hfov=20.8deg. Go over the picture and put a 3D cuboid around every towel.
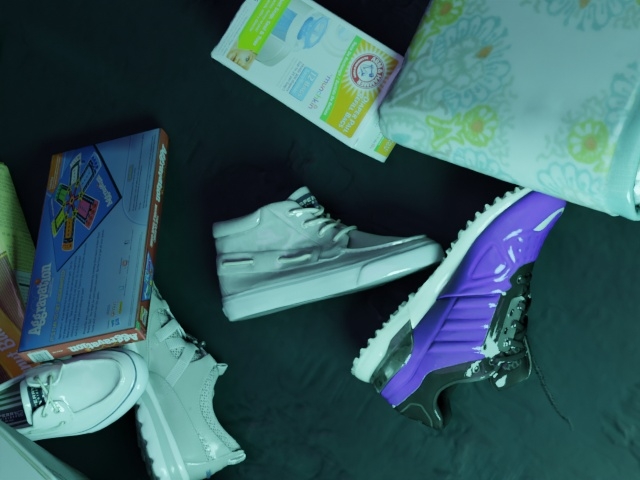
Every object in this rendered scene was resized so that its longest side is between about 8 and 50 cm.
[{"bbox_3d":[0.257,-0.228,1.718,0.320,0.090,0.374,21,84,42],"label":"towel"}]

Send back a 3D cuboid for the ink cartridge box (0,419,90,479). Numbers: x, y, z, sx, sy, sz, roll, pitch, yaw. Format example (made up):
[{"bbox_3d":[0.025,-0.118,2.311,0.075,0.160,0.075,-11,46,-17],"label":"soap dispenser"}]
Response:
[{"bbox_3d":[-0.381,0.392,1.816,0.160,0.279,0.385,39,84,29],"label":"ink cartridge box"}]

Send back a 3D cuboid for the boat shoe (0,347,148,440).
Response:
[{"bbox_3d":[-0.292,0.175,1.862,0.226,0.076,0.083,-25,72,20],"label":"boat shoe"}]

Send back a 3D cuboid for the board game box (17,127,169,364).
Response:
[{"bbox_3d":[-0.248,0.003,1.928,0.145,0.027,0.281,-12,50,18],"label":"board game box"}]

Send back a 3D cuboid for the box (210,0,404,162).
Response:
[{"bbox_3d":[0.005,-0.187,1.887,0.203,0.103,0.114,35,96,21],"label":"box"}]

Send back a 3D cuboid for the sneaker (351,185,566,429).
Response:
[{"bbox_3d":[0.177,0.075,1.795,0.146,0.102,0.293,44,104,16],"label":"sneaker"}]

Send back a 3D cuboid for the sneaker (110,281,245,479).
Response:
[{"bbox_3d":[-0.164,0.140,1.928,0.115,0.105,0.281,-13,73,-13],"label":"sneaker"}]

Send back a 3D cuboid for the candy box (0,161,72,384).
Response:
[{"bbox_3d":[-0.409,0.081,2.016,0.183,0.087,0.316,-25,75,16],"label":"candy box"}]

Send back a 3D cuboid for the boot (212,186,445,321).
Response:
[{"bbox_3d":[0.000,0.000,1.866,0.258,0.095,0.123,-15,85,19],"label":"boot"}]
